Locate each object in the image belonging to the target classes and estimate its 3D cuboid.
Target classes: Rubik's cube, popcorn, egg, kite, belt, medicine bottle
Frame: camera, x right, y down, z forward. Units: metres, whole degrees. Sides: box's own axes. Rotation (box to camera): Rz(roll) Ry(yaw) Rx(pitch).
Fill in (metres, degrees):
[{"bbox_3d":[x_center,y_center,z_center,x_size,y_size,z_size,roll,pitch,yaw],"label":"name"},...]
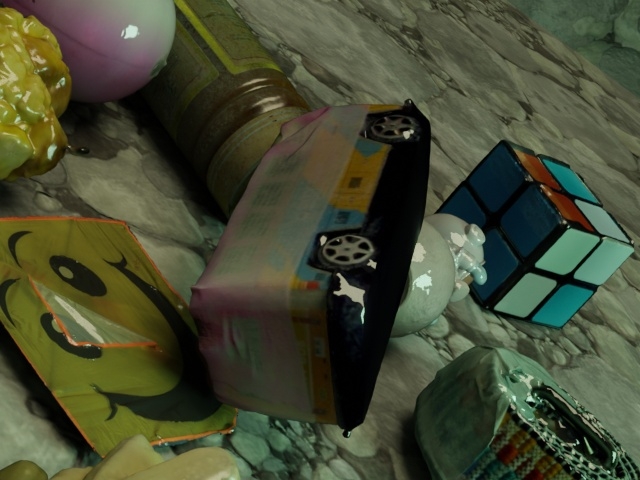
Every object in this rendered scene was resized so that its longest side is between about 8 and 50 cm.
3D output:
[{"bbox_3d":[0.286,-0.007,1.913,0.180,0.167,0.183,14,36,-45],"label":"Rubik's cube"},{"bbox_3d":[-0.320,-0.139,1.344,0.163,0.140,0.194,29,36,-39],"label":"popcorn"},{"bbox_3d":[-0.283,-0.267,1.535,0.271,0.196,0.196,42,24,17],"label":"egg"},{"bbox_3d":[-0.207,0.064,1.278,0.327,0.013,0.377,31,25,-24],"label":"kite"},{"bbox_3d":[0.216,0.223,1.454,0.257,0.150,0.207,44,16,7],"label":"belt"},{"bbox_3d":[-0.119,-0.172,1.647,0.151,0.151,0.322,5,41,-51],"label":"medicine bottle"}]

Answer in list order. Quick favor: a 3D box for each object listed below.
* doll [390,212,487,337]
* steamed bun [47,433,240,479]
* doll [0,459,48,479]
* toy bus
[{"bbox_3d":[0.113,0.028,1.658,0.151,0.151,0.287,45,21,12],"label":"doll"},{"bbox_3d":[-0.037,0.302,0.712,0.247,0.189,0.428,-3,74,-65],"label":"steamed bun"},{"bbox_3d":[-0.237,0.241,0.770,0.161,0.177,0.261,37,29,-6],"label":"doll"},{"bbox_3d":[0.000,0.000,1.373,0.162,0.171,0.386,7,35,12],"label":"toy bus"}]
